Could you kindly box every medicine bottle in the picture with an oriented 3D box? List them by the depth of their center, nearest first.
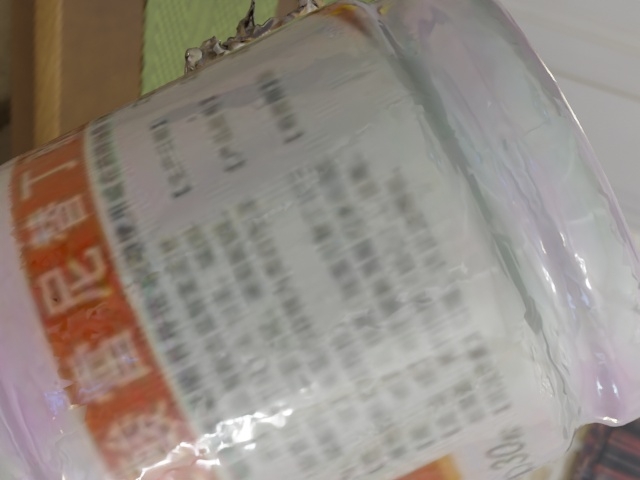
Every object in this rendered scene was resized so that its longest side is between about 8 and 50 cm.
[{"bbox_3d":[-0.049,0.043,0.433,0.316,0.202,0.202,-27,156,2],"label":"medicine bottle"}]

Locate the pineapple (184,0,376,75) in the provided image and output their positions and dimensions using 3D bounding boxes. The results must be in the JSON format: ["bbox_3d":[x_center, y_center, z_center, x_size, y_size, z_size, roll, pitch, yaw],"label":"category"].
[{"bbox_3d":[0.000,-0.003,0.876,0.352,0.352,0.300,-57,-178,-26],"label":"pineapple"}]
